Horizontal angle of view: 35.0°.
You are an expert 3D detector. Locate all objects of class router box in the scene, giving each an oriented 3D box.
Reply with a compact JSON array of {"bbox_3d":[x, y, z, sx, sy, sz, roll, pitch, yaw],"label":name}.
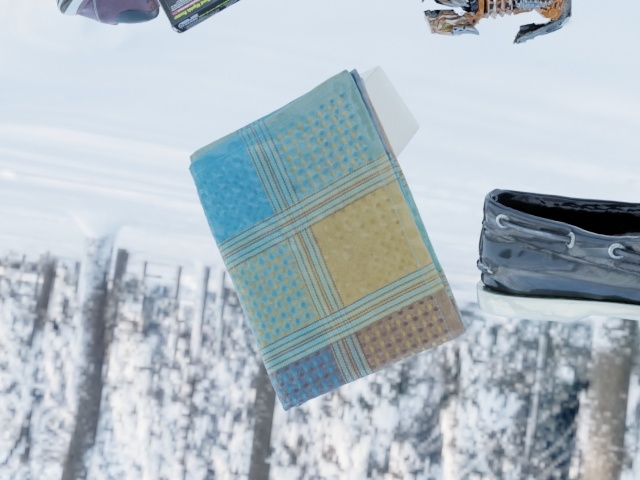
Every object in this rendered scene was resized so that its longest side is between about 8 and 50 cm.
[{"bbox_3d":[-0.108,-0.269,0.973,0.123,0.092,0.038,-28,176,6],"label":"router box"}]

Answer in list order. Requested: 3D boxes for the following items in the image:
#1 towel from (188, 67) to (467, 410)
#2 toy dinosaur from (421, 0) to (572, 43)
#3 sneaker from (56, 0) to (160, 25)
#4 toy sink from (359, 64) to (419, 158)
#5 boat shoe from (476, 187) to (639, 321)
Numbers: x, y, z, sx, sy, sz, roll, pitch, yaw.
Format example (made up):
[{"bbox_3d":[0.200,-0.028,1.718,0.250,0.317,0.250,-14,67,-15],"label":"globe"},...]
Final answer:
[{"bbox_3d":[0.000,0.000,1.315,0.272,0.370,0.040,-26,169,16],"label":"towel"},{"bbox_3d":[0.257,-0.355,1.168,0.322,0.218,0.164,-28,-170,-12],"label":"toy dinosaur"},{"bbox_3d":[-0.285,-0.445,1.613,0.163,0.106,0.281,17,137,-44],"label":"sneaker"},{"bbox_3d":[0.058,-0.196,1.931,0.131,0.234,0.152,-18,116,44],"label":"toy sink"},{"bbox_3d":[0.270,-0.005,0.752,0.340,0.113,0.127,-1,-166,40],"label":"boat shoe"}]
